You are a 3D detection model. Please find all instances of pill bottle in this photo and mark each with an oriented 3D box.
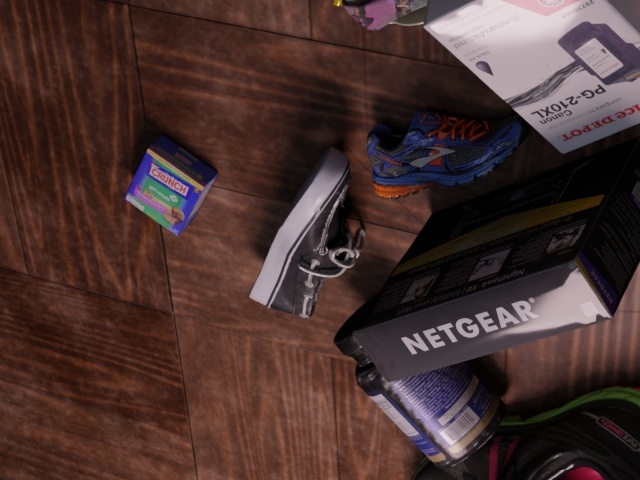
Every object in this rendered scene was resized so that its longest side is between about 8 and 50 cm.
[{"bbox_3d":[0.123,0.176,1.918,0.219,0.123,0.123,47,134,-10],"label":"pill bottle"}]

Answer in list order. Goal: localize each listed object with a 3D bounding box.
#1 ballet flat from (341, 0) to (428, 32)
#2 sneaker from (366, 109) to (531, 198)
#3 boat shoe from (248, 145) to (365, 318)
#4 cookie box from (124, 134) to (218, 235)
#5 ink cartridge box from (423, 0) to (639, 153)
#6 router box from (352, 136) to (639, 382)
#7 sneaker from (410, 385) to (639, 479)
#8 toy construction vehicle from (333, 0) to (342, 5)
[{"bbox_3d":[0.120,-0.275,1.603,0.222,0.077,0.079,-15,134,44],"label":"ballet flat"},{"bbox_3d":[0.138,-0.110,1.713,0.221,0.083,0.087,-14,111,35],"label":"sneaker"},{"bbox_3d":[-0.002,0.003,1.864,0.105,0.113,0.306,27,137,0],"label":"boat shoe"},{"bbox_3d":[-0.197,-0.072,1.968,0.092,0.040,0.107,35,134,3],"label":"cookie box"},{"bbox_3d":[0.246,-0.210,1.494,0.172,0.100,0.237,-22,134,39],"label":"ink cartridge box"},{"bbox_3d":[0.213,0.023,1.658,0.309,0.243,0.081,-21,112,41],"label":"router box"},{"bbox_3d":[0.253,0.334,1.910,0.185,0.202,0.483,46,134,-8],"label":"sneaker"},{"bbox_3d":[-0.011,-0.313,1.673,0.098,0.035,0.085,22,125,14],"label":"toy construction vehicle"}]
